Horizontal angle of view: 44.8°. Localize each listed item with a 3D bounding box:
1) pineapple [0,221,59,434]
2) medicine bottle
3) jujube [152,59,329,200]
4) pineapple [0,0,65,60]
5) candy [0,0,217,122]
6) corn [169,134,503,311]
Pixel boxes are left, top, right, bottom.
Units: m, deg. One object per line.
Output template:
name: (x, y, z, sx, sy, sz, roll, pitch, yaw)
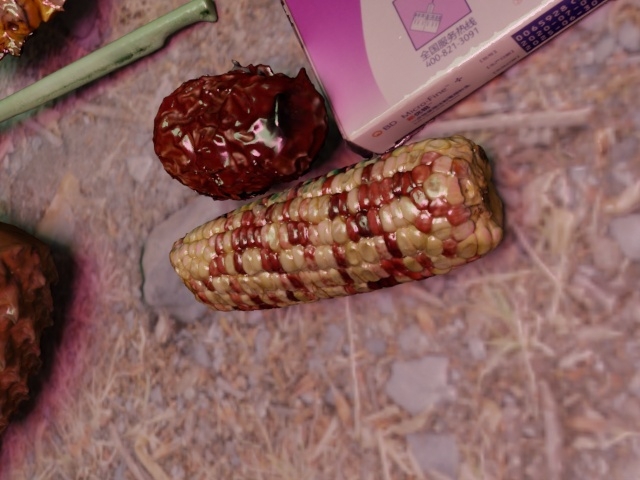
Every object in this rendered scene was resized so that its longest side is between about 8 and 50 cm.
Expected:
pineapple: (-0.352, 0.140, 0.687, 0.202, 0.202, 0.362, 21, 105, 33)
medicine bottle: (0.071, -0.177, 0.514, 0.201, 0.052, 0.171, -31, 69, 26)
jujube: (-0.060, -0.072, 0.547, 0.166, 0.104, 0.104, 20, 97, 59)
pineapple: (-0.299, -0.250, 0.715, 0.224, 0.076, 0.225, -16, 53, 23)
candy: (-0.283, -0.131, 0.727, 0.440, 0.119, 0.119, -20, 75, 24)
corn: (0.000, 0.000, 0.523, 0.253, 0.086, 0.086, -16, 77, 32)
